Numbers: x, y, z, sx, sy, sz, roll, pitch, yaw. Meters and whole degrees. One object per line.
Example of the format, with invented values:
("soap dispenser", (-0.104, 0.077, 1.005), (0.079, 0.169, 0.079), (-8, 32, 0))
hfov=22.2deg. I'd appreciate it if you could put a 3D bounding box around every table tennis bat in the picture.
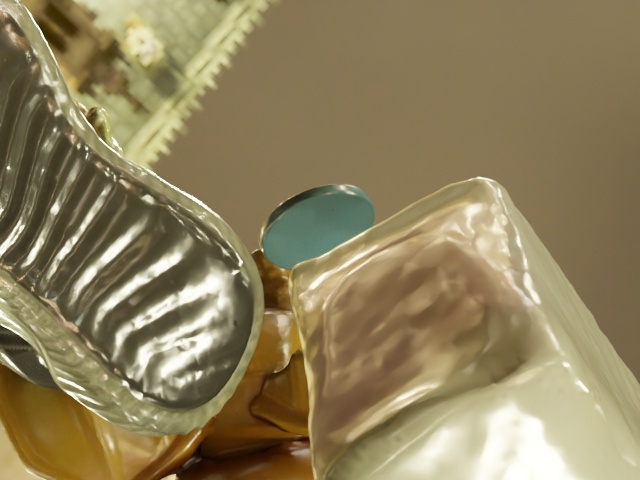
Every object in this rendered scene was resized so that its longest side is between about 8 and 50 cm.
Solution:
("table tennis bat", (0.000, 0.000, 1.374), (0.100, 0.155, 0.019), (-21, -120, -4))

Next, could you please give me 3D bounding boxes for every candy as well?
("candy", (0.128, 0.147, 0.884), (0.145, 0.358, 0.208), (-31, -150, 12))

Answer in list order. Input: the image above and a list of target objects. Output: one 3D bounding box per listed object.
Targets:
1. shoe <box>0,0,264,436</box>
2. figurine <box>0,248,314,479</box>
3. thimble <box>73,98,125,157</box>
("shoe", (-0.125, -0.013, 0.583), (0.112, 0.227, 0.099), (-14, -142, 54))
("figurine", (-0.094, 0.208, 1.549), (0.401, 0.268, 0.387), (-10, -99, -12))
("thimble", (-0.347, -0.051, 1.945), (0.167, 0.254, 0.288), (-37, -159, 34))
